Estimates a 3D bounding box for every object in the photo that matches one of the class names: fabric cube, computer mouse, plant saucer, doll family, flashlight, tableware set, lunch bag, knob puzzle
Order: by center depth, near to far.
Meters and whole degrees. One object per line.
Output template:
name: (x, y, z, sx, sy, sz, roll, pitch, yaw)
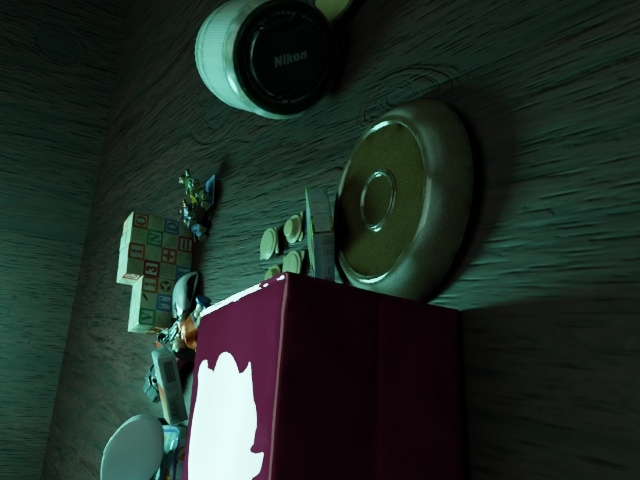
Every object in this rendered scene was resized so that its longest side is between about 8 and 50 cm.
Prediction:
fabric cube: (-0.001, 0.210, 0.785, 0.254, 0.259, 0.258, -29, 53, 54)
plant saucer: (0.097, -0.055, 0.912, 0.311, 0.050, 0.310, -27, 58, 57)
knob puzzle: (0.046, -0.492, 1.205, 0.213, 0.030, 0.213, -30, 54, 52)
tableware set: (-0.073, 0.028, 1.221, 0.169, 0.020, 0.141, -28, 57, 52)
doll family: (-0.194, 0.243, 1.281, 0.263, 0.118, 0.163, 49, 116, 34)
lunch bag: (-0.292, 0.523, 1.316, 0.243, 0.115, 0.303, -25, 59, 57)
flashlight: (-0.341, 0.288, 1.509, 0.103, 0.103, 0.304, 52, 132, 17)
computer mouse: (-0.353, 0.156, 1.590, 0.106, 0.042, 0.192, -33, 39, 43)
doll family: (-0.328, -0.086, 1.643, 0.111, 0.076, 0.192, 28, 110, 52)

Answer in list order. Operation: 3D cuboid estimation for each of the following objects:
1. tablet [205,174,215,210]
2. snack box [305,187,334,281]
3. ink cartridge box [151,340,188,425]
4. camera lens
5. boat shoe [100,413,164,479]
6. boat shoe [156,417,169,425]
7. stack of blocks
tablet: (-0.288, -0.124, 1.666, 0.054, 0.006, 0.083, -33, 52, 51)
snack box: (0.000, 0.000, 1.014, 0.141, 0.037, 0.100, 89, 175, -46)
ink cartridge box: (-0.340, 0.302, 1.381, 0.179, 0.045, 0.145, 2, 104, 61)
camera lens: (-0.111, -0.356, 1.231, 0.274, 0.220, 0.219, 33, 108, 59)
boat shoe: (-0.368, 0.448, 1.265, 0.102, 0.108, 0.301, -77, 5, -67)
boat shoe: (-0.361, 0.509, 1.485, 0.073, 0.073, 0.206, -44, 51, 42)
stack of blocks: (-0.434, 0.090, 1.670, 0.087, 0.171, 0.297, -31, 53, 52)
